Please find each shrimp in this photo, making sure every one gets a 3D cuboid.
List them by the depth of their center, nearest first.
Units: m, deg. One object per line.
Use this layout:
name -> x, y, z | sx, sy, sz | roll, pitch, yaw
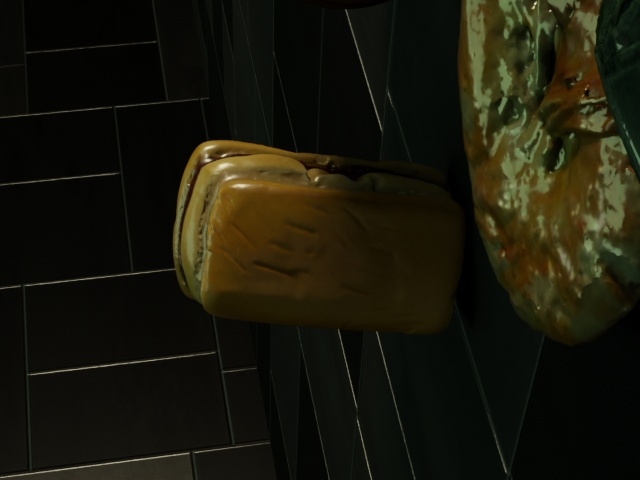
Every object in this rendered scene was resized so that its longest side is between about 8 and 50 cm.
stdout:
shrimp -> 0.108, -0.098, 0.618 | 0.154, 0.062, 0.294 | 178, 83, -70

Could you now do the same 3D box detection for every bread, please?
bread -> 0.000, 0.000, 0.926 | 0.077, 0.200, 0.116 | -119, 36, -73

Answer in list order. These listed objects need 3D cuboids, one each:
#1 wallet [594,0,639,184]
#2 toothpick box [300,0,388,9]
wallet -> 0.147, -0.061, 0.379 | 0.236, 0.055, 0.160 | 104, 152, -66
toothpick box -> -0.013, -0.269, 0.900 | 0.294, 0.192, 0.192 | -121, 25, -56
